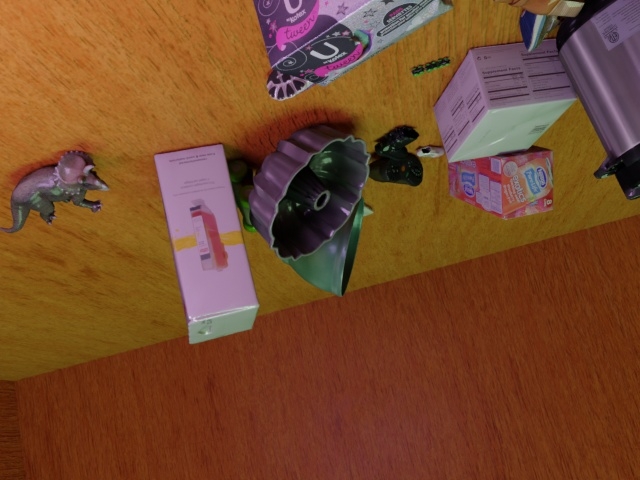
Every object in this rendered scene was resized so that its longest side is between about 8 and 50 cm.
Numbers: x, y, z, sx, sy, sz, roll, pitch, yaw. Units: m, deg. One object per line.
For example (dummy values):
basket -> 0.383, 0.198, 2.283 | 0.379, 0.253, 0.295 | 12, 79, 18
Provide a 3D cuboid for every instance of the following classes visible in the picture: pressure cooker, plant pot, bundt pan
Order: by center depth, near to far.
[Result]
pressure cooker -> 0.668, -0.277, 1.396 | 0.375, 0.421, 0.370 | -22, 169, -9
bundt pan -> -0.037, -0.122, 1.758 | 0.330, 0.124, 0.331 | -37, 148, -28
plant pot -> 0.000, 0.000, 2.210 | 0.196, 0.293, 0.293 | 11, 167, 8

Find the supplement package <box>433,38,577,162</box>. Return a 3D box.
supplement package -> 0.392, -0.299, 1.670 | 0.203, 0.145, 0.262 | -10, 165, -12

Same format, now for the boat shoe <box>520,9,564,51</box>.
boat shoe -> 0.419, -0.415, 1.432 | 0.066, 0.066, 0.183 | -16, 165, 2

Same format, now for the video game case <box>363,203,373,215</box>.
video game case -> 0.072, -0.081, 2.396 | 0.157, 0.019, 0.143 | -19, 164, 19

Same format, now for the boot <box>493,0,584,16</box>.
boot -> 0.381, -0.455, 1.262 | 0.152, 0.073, 0.197 | 9, 139, -5

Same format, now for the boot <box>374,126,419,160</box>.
boot -> 0.203, -0.242, 1.903 | 0.121, 0.045, 0.099 | 3, 154, -44

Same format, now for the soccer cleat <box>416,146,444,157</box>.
soccer cleat -> 0.294, -0.236, 2.030 | 0.083, 0.029, 0.035 | -4, 166, -17

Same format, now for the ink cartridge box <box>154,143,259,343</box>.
ink cartridge box -> -0.261, 0.016, 1.764 | 0.160, 0.385, 0.279 | -11, 165, -11

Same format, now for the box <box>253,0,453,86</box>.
box -> 0.038, -0.359, 1.116 | 0.247, 0.164, 0.142 | -25, 163, 34

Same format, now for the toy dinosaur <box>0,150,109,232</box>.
toy dinosaur -> -0.570, -0.109, 1.627 | 0.313, 0.121, 0.160 | -13, 153, 15

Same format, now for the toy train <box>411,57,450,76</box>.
toy train -> 0.227, -0.355, 1.574 | 0.083, 0.017, 0.023 | -16, 174, 8

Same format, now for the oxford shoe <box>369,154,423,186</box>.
oxford shoe -> 0.200, -0.190, 2.055 | 0.096, 0.083, 0.227 | 3, 179, 37

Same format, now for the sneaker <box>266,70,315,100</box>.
sneaker -> -0.020, -0.307, 1.440 | 0.169, 0.068, 0.071 | -20, 169, 18

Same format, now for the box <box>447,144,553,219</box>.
box -> 0.445, -0.166, 1.927 | 0.142, 0.154, 0.300 | -10, -164, -14

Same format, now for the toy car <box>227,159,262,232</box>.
toy car -> -0.119, -0.131, 1.863 | 0.188, 0.149, 0.155 | -22, 156, -11
